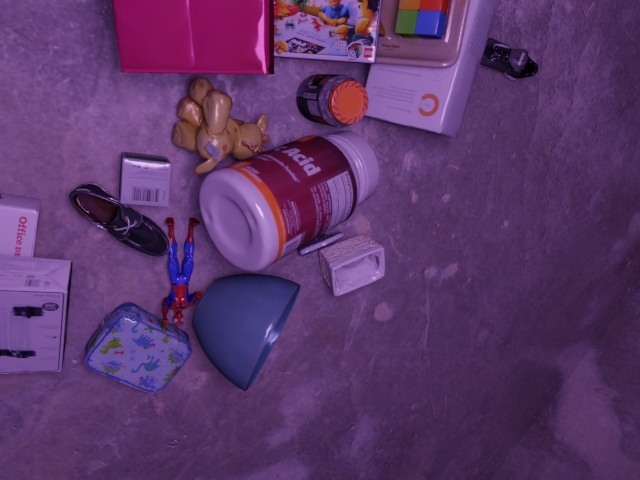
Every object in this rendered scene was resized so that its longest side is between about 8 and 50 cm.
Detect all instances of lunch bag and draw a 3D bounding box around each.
[{"bbox_3d":[-0.452,0.272,1.111,0.219,0.090,0.176,37,90,-31],"label":"lunch bag"}]

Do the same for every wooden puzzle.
[{"bbox_3d":[0.165,-0.566,0.962,0.080,0.322,0.347,-15,118,-57],"label":"wooden puzzle"}]

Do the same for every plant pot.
[{"bbox_3d":[-0.201,0.198,1.123,0.195,0.290,0.290,26,98,5],"label":"plant pot"}]

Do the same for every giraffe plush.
[{"bbox_3d":[-0.203,-0.240,1.002,0.171,0.210,0.181,-3,145,-49],"label":"giraffe plush"}]

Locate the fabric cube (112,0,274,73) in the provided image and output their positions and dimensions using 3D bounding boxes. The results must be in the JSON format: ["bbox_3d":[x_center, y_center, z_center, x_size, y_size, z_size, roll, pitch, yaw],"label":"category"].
[{"bbox_3d":[-0.214,-0.442,0.821,0.259,0.254,0.258,-1,109,-4],"label":"fabric cube"}]

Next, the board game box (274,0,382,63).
[{"bbox_3d":[-0.023,-0.492,0.960,0.306,0.053,0.192,6,109,6],"label":"board game box"}]

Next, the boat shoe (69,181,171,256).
[{"bbox_3d":[-0.437,-0.036,0.981,0.233,0.079,0.084,39,90,-17],"label":"boat shoe"}]

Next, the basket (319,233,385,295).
[{"bbox_3d":[0.086,0.064,1.267,0.167,0.103,0.113,-21,130,-18],"label":"basket"}]

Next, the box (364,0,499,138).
[{"bbox_3d":[0.259,-0.443,1.072,0.168,0.215,0.345,-12,120,-59],"label":"box"}]

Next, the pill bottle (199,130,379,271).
[{"bbox_3d":[-0.052,-0.110,1.016,0.392,0.224,0.224,-32,122,-39],"label":"pill bottle"}]

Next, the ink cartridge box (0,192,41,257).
[{"bbox_3d":[-0.691,-0.016,0.888,0.220,0.092,0.160,10,106,-29],"label":"ink cartridge box"}]

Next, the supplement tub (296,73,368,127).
[{"bbox_3d":[0.028,-0.329,1.050,0.117,0.190,0.117,-9,113,-23],"label":"supplement tub"}]

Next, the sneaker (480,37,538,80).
[{"bbox_3d":[0.527,-0.517,1.261,0.234,0.106,0.078,12,103,-28],"label":"sneaker"}]

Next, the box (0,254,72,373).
[{"bbox_3d":[-0.621,0.163,0.929,0.169,0.087,0.290,6,131,-26],"label":"box"}]

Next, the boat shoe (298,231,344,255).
[{"bbox_3d":[0.000,0.000,1.247,0.142,0.049,0.040,-22,80,-20],"label":"boat shoe"}]

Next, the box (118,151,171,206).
[{"bbox_3d":[-0.389,-0.135,0.988,0.101,0.087,0.101,3,107,-26],"label":"box"}]

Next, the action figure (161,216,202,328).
[{"bbox_3d":[-0.335,0.097,1.078,0.092,0.139,0.280,-1,112,-24],"label":"action figure"}]
